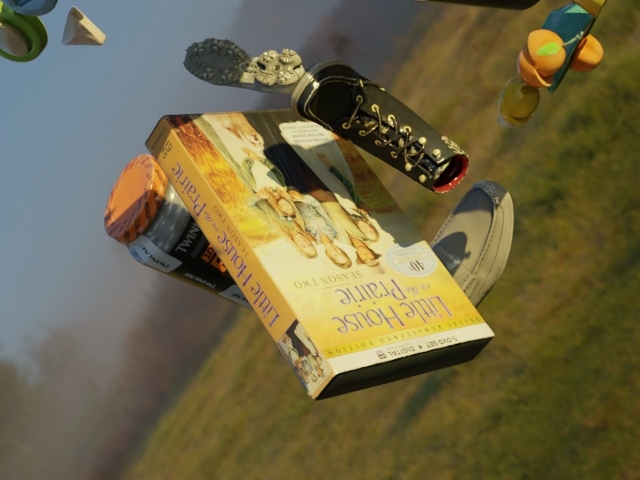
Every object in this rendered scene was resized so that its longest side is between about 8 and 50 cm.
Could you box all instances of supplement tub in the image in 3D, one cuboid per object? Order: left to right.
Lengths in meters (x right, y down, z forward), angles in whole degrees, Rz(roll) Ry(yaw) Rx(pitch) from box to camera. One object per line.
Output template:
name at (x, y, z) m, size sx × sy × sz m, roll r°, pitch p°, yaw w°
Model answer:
supplement tub at (-0.195, -0.017, 2.301) m, size 0.193 × 0.316 × 0.194 m, roll -36°, pitch 42°, yaw 40°

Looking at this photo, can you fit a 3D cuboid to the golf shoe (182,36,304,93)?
golf shoe at (-0.104, -0.230, 1.879) m, size 0.086 × 0.176 × 0.069 m, roll 53°, pitch -128°, yaw -68°

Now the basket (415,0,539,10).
basket at (0.244, -0.443, 2.083) m, size 0.154 × 0.226 × 0.204 m, roll 1°, pitch 84°, yaw 47°

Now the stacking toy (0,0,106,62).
stacking toy at (-0.565, -0.411, 2.447) m, size 0.279 × 0.308 × 0.130 m, roll 63°, pitch -146°, yaw -40°

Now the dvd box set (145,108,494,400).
dvd box set at (0.000, 0.000, 1.735) m, size 0.307 × 0.420 × 0.062 m, roll -7°, pitch -36°, yaw -44°

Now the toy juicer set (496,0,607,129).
toy juicer set at (0.312, -0.226, 1.785) m, size 0.209 × 0.089 × 0.329 m, roll -59°, pitch -8°, yaw -10°

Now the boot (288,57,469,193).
boot at (0.079, -0.140, 1.688) m, size 0.085 × 0.178 × 0.236 m, roll -57°, pitch -25°, yaw 11°

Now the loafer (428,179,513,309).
loafer at (0.189, 0.058, 2.002) m, size 0.111 × 0.112 × 0.320 m, roll 0°, pitch -62°, yaw -42°
